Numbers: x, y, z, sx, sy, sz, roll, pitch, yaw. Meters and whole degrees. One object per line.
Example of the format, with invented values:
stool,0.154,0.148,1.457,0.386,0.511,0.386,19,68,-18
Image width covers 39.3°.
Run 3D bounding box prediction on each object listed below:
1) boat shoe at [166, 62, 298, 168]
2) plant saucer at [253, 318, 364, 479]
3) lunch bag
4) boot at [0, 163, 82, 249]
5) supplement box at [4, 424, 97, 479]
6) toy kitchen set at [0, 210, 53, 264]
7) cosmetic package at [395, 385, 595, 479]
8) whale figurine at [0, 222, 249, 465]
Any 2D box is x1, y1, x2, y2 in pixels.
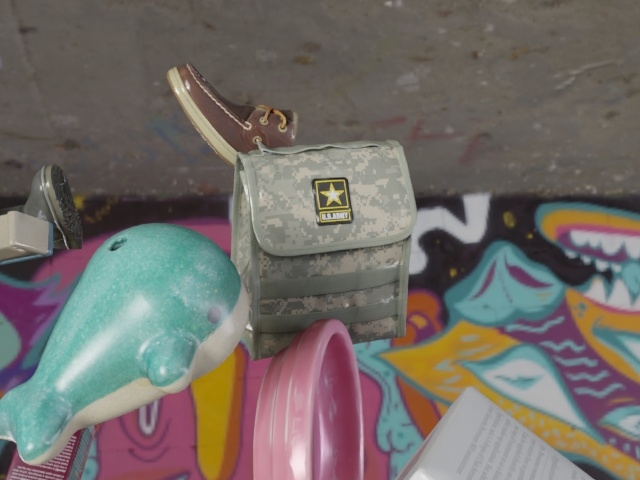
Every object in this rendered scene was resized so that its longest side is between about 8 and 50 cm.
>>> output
boat shoe,-0.085,-0.157,1.359,0.123,0.123,0.342,-41,115,8
plant saucer,-0.012,0.265,1.135,0.084,0.332,0.332,-2,163,12
lunch bag,0.000,0.000,1.251,0.235,0.287,0.169,-6,-154,-17
boot,-0.427,-0.024,1.164,0.208,0.076,0.189,-3,148,-6
supplement box,-0.374,0.313,1.229,0.081,0.188,0.104,13,153,-1
toy kitchen set,-0.404,-0.067,1.103,0.166,0.207,0.122,-11,165,17
cosmetic package,0.268,0.378,0.912,0.161,0.453,0.230,-58,168,23
whale figurine,-0.200,0.086,0.855,0.272,0.141,0.216,-39,-148,-26
